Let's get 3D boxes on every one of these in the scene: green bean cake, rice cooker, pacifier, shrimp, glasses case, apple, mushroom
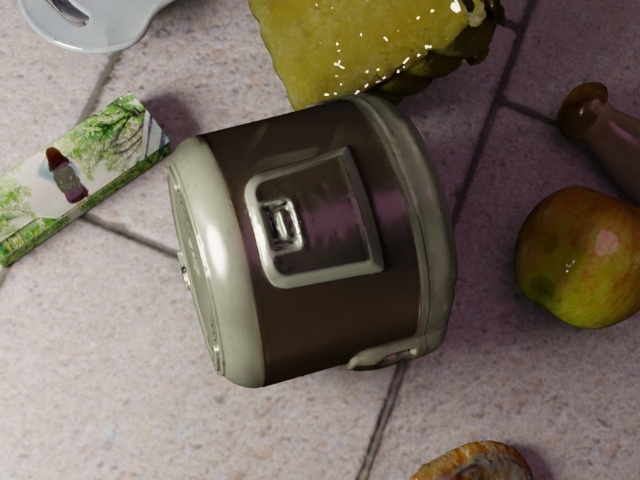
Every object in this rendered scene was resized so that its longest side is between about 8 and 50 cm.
[{"bbox_3d":[0.079,-0.326,1.280,0.310,0.202,0.284,-23,79,27],"label":"green bean cake"},{"bbox_3d":[0.000,0.000,1.137,0.326,0.335,0.335,-14,77,-13],"label":"rice cooker"},{"bbox_3d":[-0.281,-0.402,1.254,0.244,0.233,0.299,43,71,8],"label":"pacifier"},{"bbox_3d":[0.192,0.330,1.210,0.188,0.051,0.132,-10,76,-14],"label":"shrimp"},{"bbox_3d":[-0.335,-0.084,1.244,0.272,0.062,0.095,-38,83,-16],"label":"glasses case"},{"bbox_3d":[0.357,0.025,1.255,0.196,0.196,0.195,2,74,-8],"label":"apple"},{"bbox_3d":[0.494,-0.103,1.345,0.350,0.128,0.128,35,72,5],"label":"mushroom"}]

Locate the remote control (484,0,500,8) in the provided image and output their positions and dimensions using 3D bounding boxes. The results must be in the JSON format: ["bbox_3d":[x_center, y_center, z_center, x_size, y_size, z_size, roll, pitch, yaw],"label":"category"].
[{"bbox_3d":[0.184,-0.416,1.438,0.059,0.028,0.212,-43,84,-13],"label":"remote control"}]
